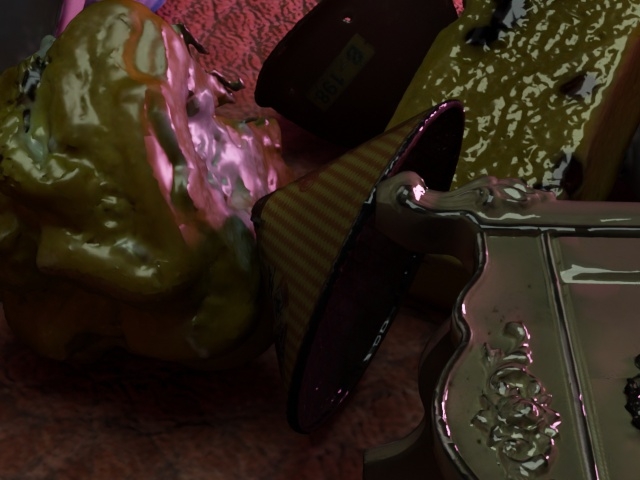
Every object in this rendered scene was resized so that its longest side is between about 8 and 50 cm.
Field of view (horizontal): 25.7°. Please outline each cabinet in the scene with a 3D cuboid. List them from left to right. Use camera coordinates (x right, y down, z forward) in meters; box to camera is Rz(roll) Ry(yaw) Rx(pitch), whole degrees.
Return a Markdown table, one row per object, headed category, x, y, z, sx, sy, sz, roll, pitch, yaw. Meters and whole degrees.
| category | x | y | z | sx | sy | sz | roll | pitch | yaw |
| --- | --- | --- | --- | --- | --- | --- | --- | --- | --- |
| cabinet | 0.179 | 0.136 | 0.582 | 0.318 | 0.227 | 0.290 | 2 | 39 | -1 |

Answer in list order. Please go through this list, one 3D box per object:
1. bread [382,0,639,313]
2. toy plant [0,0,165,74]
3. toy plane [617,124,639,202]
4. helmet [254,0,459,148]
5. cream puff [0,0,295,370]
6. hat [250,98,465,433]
| category | x | y | z | sx | sy | sz | roll | pitch | yaw |
| --- | --- | --- | --- | --- | --- | --- | --- | --- | --- |
| bread | 0.147 | -0.119 | 0.912 | 0.138 | 0.077 | 0.361 | 17 | 67 | 27 |
| toy plant | -0.234 | -0.253 | 1.078 | 0.247 | 0.247 | 0.332 | 13 | 28 | 12 |
| toy plane | 0.250 | -0.100 | 0.987 | 0.245 | 0.117 | 0.244 | 4 | 37 | -3 |
| helmet | 0.047 | -0.131 | 0.988 | 0.106 | 0.175 | 0.155 | 40 | 19 | 7 |
| cream puff | -0.115 | -0.007 | 0.787 | 0.195 | 0.221 | 0.194 | -18 | 52 | 24 |
| hat | 0.000 | 0.000 | 0.738 | 0.082 | 0.193 | 0.193 | 25 | 42 | 15 |
